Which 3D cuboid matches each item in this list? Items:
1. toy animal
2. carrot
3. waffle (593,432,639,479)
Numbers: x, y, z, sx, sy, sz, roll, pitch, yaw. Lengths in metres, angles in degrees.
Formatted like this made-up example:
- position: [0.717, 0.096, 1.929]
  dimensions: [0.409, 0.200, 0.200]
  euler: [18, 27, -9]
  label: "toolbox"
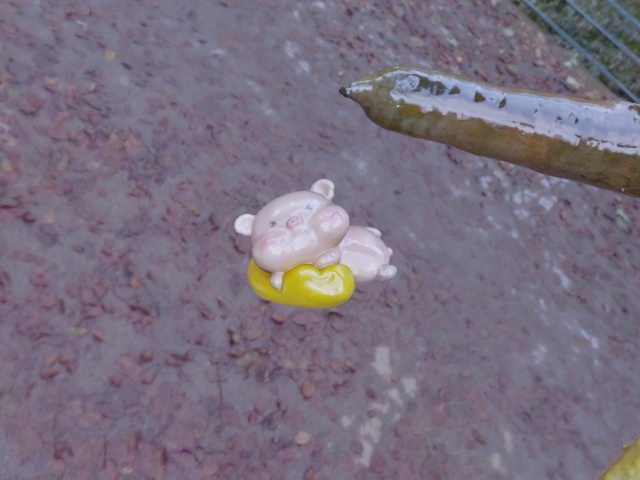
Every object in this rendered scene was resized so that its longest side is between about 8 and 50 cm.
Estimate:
- position: [0.000, 0.000, 0.456]
  dimensions: [0.114, 0.082, 0.091]
  euler: [-11, 16, -14]
  label: "toy animal"
- position: [0.180, -0.068, 0.428]
  dimensions: [0.342, 0.070, 0.070]
  euler: [15, 48, -2]
  label: "carrot"
- position: [0.372, 0.316, 0.620]
  dimensions: [0.248, 0.221, 0.055]
  euler: [39, 26, 17]
  label: "waffle"
